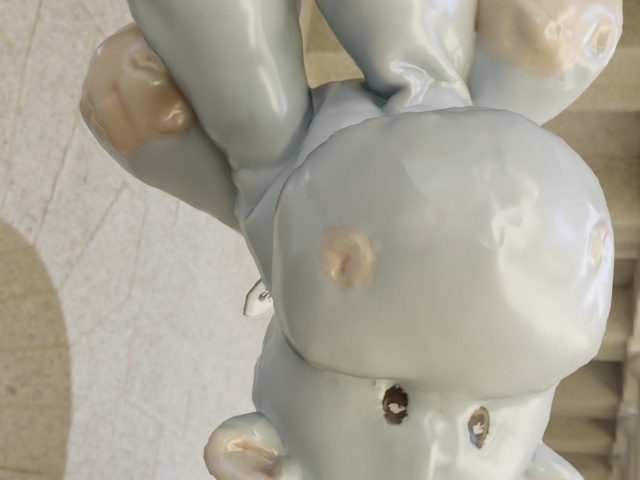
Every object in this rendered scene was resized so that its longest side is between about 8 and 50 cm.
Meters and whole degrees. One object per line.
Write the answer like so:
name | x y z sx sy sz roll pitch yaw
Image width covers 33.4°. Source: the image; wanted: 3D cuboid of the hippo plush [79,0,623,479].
hippo plush | 0.000 0.000 0.445 0.234 0.237 0.294 13 -52 -8
